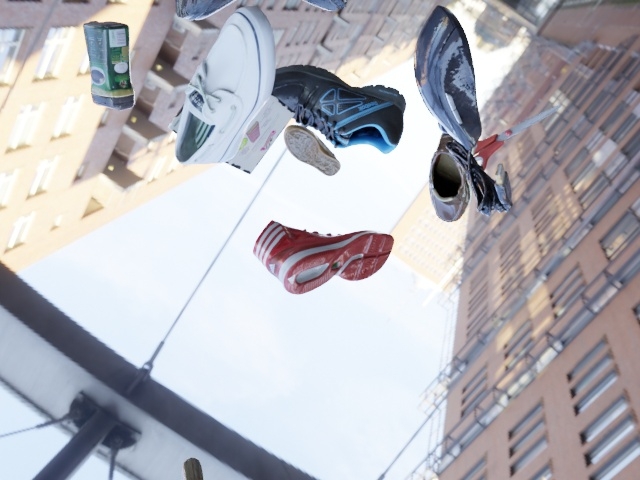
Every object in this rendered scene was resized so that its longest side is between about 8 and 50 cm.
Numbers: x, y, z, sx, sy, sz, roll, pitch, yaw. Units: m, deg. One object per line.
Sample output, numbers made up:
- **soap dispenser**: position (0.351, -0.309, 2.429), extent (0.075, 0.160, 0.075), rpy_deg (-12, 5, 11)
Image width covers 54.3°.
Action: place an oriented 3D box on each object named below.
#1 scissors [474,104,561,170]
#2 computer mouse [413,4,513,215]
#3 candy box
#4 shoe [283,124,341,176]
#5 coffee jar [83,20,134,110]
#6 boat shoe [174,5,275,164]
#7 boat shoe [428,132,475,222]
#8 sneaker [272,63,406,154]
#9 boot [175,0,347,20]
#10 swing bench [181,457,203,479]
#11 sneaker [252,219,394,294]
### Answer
- **scissors**: position (0.438, -0.257, 1.525), extent (0.021, 0.297, 0.109), rpy_deg (42, -172, -50)
- **computer mouse**: position (0.171, -0.143, 0.774), extent (0.262, 0.060, 0.184), rpy_deg (65, -176, -48)
- **candy box**: position (-0.157, -0.225, 1.161), extent (0.071, 0.159, 0.233), rpy_deg (40, -173, 19)
- **shoe**: position (-0.028, -0.235, 1.598), extent (0.219, 0.076, 0.058), rpy_deg (36, -161, -48)
- **coffee jar**: position (-0.460, -0.381, 1.367), extent (0.096, 0.184, 0.079), rpy_deg (19, -151, 29)
- **boat shoe**: position (-0.116, -0.159, 0.715), extent (0.076, 0.226, 0.083), rpy_deg (-26, -114, -35)
- **boat shoe**: position (0.251, -0.114, 1.251), extent (0.095, 0.257, 0.095), rpy_deg (18, -124, 23)
- **sneaker**: position (0.019, -0.278, 1.336), extent (0.341, 0.125, 0.139), rpy_deg (8, -116, -4)
- **boot**: position (-0.070, -0.369, 0.896), extent (0.207, 0.246, 0.094), rpy_deg (6, -107, -38)
- **swing bench**: position (-0.235, 0.315, 0.507), extent (0.255, 0.253, 0.165), rpy_deg (8, -148, -12)
- **sneaker**: position (0.000, 0.000, 0.905), extent (0.221, 0.087, 0.128), rpy_deg (-8, -144, -45)
